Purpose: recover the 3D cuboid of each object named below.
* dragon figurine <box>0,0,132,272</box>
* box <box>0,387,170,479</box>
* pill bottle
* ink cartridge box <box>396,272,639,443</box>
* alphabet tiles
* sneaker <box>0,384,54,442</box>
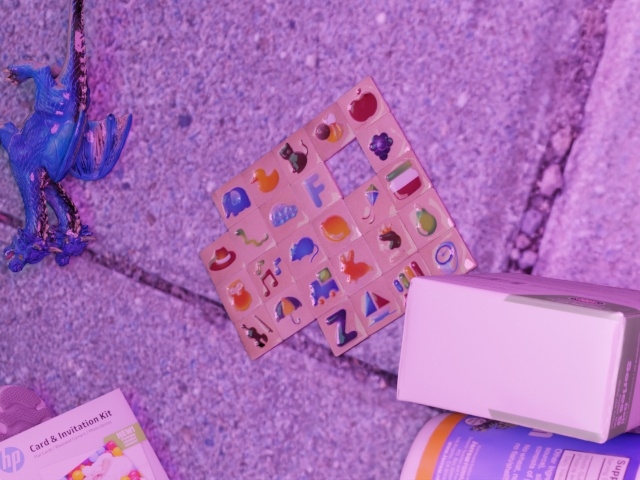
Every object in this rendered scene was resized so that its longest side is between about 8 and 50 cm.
[{"bbox_3d":[-0.244,-0.106,1.236,0.144,0.085,0.289,40,111,22],"label":"dragon figurine"},{"bbox_3d":[-0.210,0.250,1.181,0.186,0.145,0.038,58,154,19],"label":"box"},{"bbox_3d":[0.205,0.215,0.938,0.272,0.152,0.152,3,90,29],"label":"pill bottle"},{"bbox_3d":[0.172,0.077,0.928,0.154,0.212,0.093,9,96,28],"label":"ink cartridge box"},{"bbox_3d":[0.000,0.000,1.142,0.237,0.009,0.198,-35,73,24],"label":"alphabet tiles"},{"bbox_3d":[-0.326,0.285,1.260,0.115,0.105,0.281,-5,83,36],"label":"sneaker"}]
